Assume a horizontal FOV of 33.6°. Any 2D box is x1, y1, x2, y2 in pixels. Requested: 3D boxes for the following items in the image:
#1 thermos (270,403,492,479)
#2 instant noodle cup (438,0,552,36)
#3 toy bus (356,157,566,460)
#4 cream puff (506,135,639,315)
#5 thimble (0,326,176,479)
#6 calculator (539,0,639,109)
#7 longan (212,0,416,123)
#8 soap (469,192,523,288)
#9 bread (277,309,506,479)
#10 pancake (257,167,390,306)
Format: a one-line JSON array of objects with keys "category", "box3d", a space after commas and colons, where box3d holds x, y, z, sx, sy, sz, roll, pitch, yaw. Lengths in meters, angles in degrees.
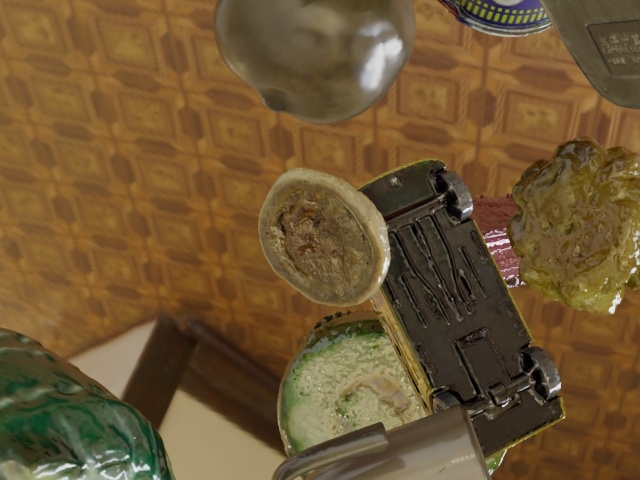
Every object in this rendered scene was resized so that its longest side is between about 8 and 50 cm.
[{"category": "thermos", "box3d": [0.038, 0.199, 0.848, 0.193, 0.105, 0.137, -18, 133, 6]}, {"category": "instant noodle cup", "box3d": [0.321, -0.514, 1.639, 0.284, 0.284, 0.312, 20, 161, 2]}, {"category": "toy bus", "box3d": [0.135, 0.081, 1.211, 0.331, 0.145, 0.151, 64, 166, 5]}, {"category": "cream puff", "box3d": [0.377, -0.019, 1.476, 0.196, 0.244, 0.244, 33, 144, -26]}, {"category": "thimble", "box3d": [-0.227, 0.190, 0.703, 0.167, 0.254, 0.288, 31, -171, 30]}, {"category": "calculator", "box3d": [0.215, -0.200, 0.783, 0.268, 0.040, 0.177, 56, 165, -19]}, {"category": "longan", "box3d": [-0.013, -0.374, 1.867, 0.361, 0.361, 0.361, 14, 144, 10]}, {"category": "soap", "box3d": [0.239, 0.004, 1.715, 0.182, 0.289, 0.112, 29, 122, 55]}, {"category": "bread", "box3d": [0.124, 0.260, 1.695, 0.366, 0.382, 0.129, 41, 178, -8]}, {"category": "pancake", "box3d": [0.001, 0.000, 1.046, 0.152, 0.025, 0.151, 17, 125, 26]}]
